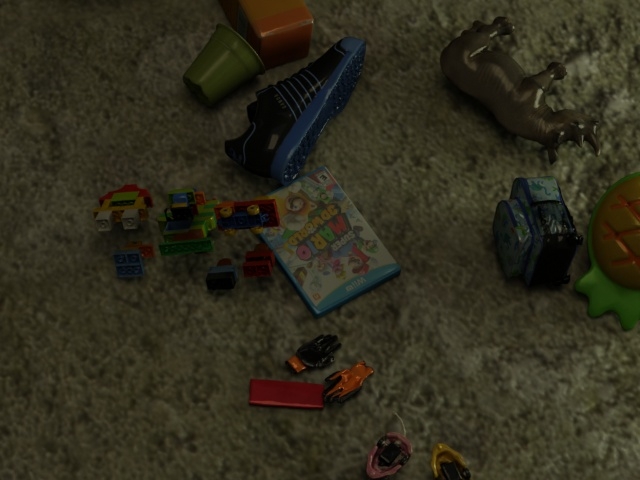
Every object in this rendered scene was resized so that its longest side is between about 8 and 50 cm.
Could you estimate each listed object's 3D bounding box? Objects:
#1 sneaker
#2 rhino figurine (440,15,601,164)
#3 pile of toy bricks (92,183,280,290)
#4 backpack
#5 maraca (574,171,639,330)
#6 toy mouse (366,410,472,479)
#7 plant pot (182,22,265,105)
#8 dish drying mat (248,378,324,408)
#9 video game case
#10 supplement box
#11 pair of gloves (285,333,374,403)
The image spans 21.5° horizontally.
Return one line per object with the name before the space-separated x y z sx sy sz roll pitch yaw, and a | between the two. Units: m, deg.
sneaker | -0.028 -0.171 2.039 0.090 0.081 0.232 24 58 15
rhino figurine | 0.249 -0.178 2.072 0.243 0.073 0.106 42 61 17
pile of toy bricks | -0.143 -0.018 1.941 0.212 0.118 0.105 -4 30 11
backpack | 0.246 -0.016 1.959 0.084 0.105 0.114 -3 55 -8
maraca | 0.368 0.010 1.963 0.127 0.099 0.186 21 86 10
toy mouse | 0.088 0.266 1.822 0.143 0.031 0.161 -23 64 -18
plant pot | -0.124 -0.208 2.060 0.083 0.083 0.079 41 78 18
dish drying mat | -0.038 0.171 1.880 0.083 0.008 0.032 4 59 -2
video game case | 0.000 0.000 1.979 0.119 0.015 0.166 -27 66 -19
supplement box | -0.091 -0.330 2.129 0.078 0.080 0.233 -19 65 -16
pair of gloves | 0.010 0.144 1.895 0.083 0.010 0.074 42 54 20
